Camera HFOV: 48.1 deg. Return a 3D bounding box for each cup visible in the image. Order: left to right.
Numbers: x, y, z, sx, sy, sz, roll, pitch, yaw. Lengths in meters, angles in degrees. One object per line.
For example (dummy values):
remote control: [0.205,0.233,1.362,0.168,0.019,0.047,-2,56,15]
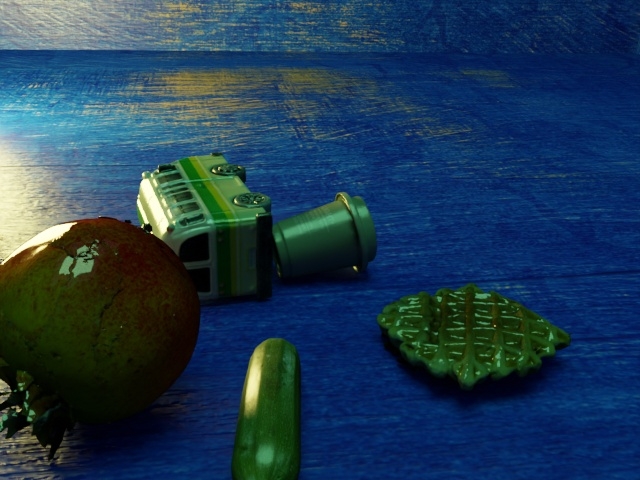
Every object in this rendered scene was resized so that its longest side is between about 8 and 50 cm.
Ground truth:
cup: [0.000,0.000,1.030,0.141,0.120,0.120,-15,28,-14]

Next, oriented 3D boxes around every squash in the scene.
squash: [-0.050,0.169,0.707,0.066,0.066,0.229,2,23,-1]

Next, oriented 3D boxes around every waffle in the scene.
waffle: [0.180,0.109,0.867,0.207,0.054,0.214,-17,25,-29]

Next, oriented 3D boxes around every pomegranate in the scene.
pomegranate: [-0.229,0.088,0.707,0.210,0.210,0.235,10,50,17]

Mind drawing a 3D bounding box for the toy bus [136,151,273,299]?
toy bus: [-0.172,-0.026,1.035,0.164,0.134,0.276,-7,26,-21]
